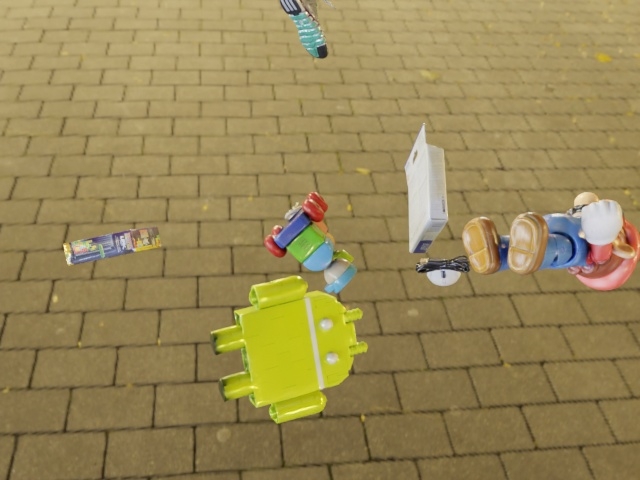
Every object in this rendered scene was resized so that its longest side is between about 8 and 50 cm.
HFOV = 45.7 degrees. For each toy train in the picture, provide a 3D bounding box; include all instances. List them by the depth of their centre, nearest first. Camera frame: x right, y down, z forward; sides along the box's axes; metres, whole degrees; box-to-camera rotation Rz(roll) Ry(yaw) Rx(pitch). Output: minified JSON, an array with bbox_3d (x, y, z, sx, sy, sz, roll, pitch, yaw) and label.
[{"bbox_3d":[0.000,0.000,1.292,0.143,0.105,0.248,46,11,-5],"label":"toy train"}]

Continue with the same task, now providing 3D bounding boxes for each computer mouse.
[{"bbox_3d":[0.252,0.066,1.542,0.105,0.193,0.042,-5,79,12],"label":"computer mouse"}]

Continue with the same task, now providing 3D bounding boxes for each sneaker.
[{"bbox_3d":[-0.021,-0.604,2.067,0.083,0.224,0.098,9,57,38],"label":"sneaker"}]

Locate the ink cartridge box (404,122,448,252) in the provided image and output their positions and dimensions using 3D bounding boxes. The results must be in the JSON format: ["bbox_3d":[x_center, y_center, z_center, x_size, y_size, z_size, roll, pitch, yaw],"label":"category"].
[{"bbox_3d":[0.232,-0.110,1.677,0.045,0.223,0.224,0,71,-4],"label":"ink cartridge box"}]

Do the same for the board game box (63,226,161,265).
[{"bbox_3d":[-0.415,0.009,1.533,0.141,0.048,0.170,-13,2,5],"label":"board game box"}]

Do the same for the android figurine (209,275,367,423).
[{"bbox_3d":[-0.049,0.185,1.313,0.272,0.249,0.056,-10,9,-18],"label":"android figurine"}]

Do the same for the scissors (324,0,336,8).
[{"bbox_3d":[-0.088,-0.537,1.444,0.297,0.021,0.109,38,2,-12],"label":"scissors"}]

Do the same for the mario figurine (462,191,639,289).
[{"bbox_3d":[0.357,-0.023,1.128,0.320,0.170,0.198,0,33,-41],"label":"mario figurine"}]
